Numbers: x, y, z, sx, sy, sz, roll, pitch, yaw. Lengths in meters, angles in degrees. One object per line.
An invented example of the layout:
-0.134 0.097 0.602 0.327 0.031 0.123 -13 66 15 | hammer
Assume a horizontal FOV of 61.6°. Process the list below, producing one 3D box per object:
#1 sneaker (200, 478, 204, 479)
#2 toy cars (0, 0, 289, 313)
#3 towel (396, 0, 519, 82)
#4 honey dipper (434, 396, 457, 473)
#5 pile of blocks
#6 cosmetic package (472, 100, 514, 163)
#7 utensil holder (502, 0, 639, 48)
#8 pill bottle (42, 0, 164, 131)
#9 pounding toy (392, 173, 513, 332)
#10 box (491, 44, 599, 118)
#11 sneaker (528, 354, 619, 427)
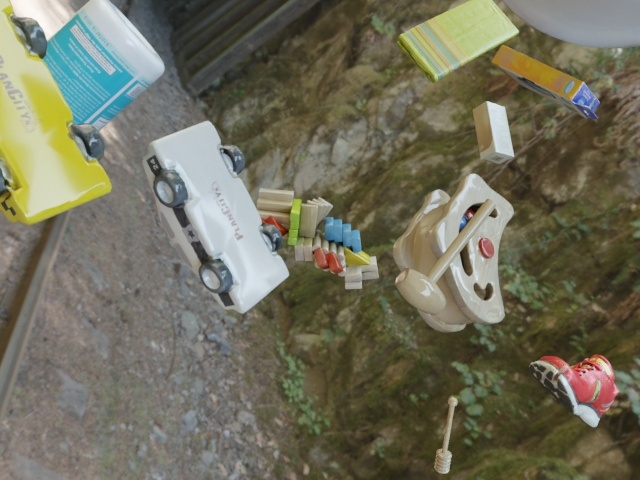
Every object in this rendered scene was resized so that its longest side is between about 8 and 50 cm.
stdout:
-0.129 0.346 0.677 0.098 0.038 0.069 50 44 7 | sneaker
-0.189 -0.060 0.497 0.393 0.087 0.177 30 56 -38 | toy cars
0.247 -0.362 0.955 0.102 0.237 0.021 54 -25 7 | towel
0.249 0.378 1.048 0.030 0.030 0.161 -108 -157 -73 | honey dipper
0.000 0.000 1.276 0.362 0.149 0.113 28 26 -13 | pile of blocks
0.354 -0.221 1.102 0.060 0.041 0.115 8 70 -31 | cosmetic package
0.342 -0.419 0.496 0.328 0.327 0.385 54 1 10 | utensil holder
-0.390 -0.244 0.851 0.146 0.264 0.146 50 3 -4 | pill bottle
0.203 0.022 0.694 0.154 0.154 0.269 50 49 -13 | pounding toy
0.289 -0.197 0.674 0.081 0.028 0.136 8 27 -51 | box
0.489 0.258 1.013 0.279 0.118 0.107 35 9 -44 | sneaker
